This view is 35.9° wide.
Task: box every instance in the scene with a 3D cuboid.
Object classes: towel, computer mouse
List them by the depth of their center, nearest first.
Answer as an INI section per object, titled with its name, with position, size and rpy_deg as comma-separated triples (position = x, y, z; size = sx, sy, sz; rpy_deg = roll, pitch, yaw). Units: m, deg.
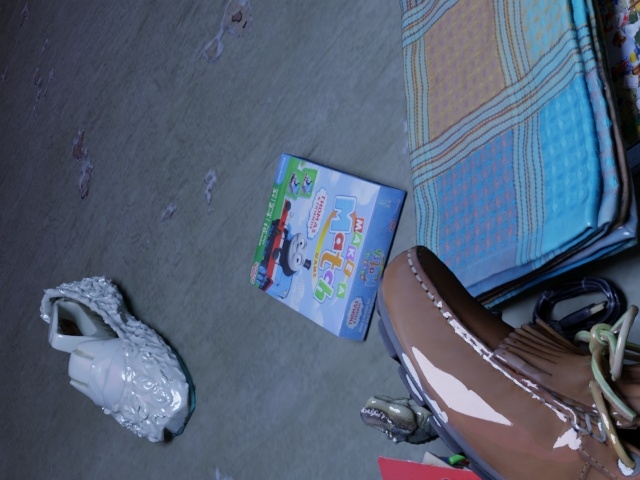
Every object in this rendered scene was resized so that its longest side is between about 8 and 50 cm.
[computer mouse]
position = 0.149, 0.096, 0.816
size = 0.242, 0.041, 0.071
rpy_deg = -45, 45, 41
[towel]
position = 0.141, -0.133, 0.834
size = 0.271, 0.040, 0.370
rpy_deg = 142, 129, -59

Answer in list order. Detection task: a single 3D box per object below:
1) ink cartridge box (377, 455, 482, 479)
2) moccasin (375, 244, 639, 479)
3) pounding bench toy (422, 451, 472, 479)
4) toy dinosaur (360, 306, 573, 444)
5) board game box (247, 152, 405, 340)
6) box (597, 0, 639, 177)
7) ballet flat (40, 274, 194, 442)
[ink cartridge box]
position = 0.104, 0.286, 0.746
size = 0.181, 0.056, 0.224
rpy_deg = -10, 97, 56
[moccasin]
position = 0.184, 0.122, 0.604
size = 0.380, 0.139, 0.147
rpy_deg = 44, 105, 35
[pounding bench toy]
position = 0.118, 0.193, 0.811
size = 0.052, 0.065, 0.083
rpy_deg = 21, 98, 57
[toy dinosaur]
position = 0.151, 0.116, 0.758
size = 0.268, 0.064, 0.118
rpy_deg = 2, 96, 41
[board game box]
position = 0.000, 0.000, 1.078
size = 0.211, 0.039, 0.160
rpy_deg = 24, 100, 56
[box]
position = 0.237, -0.175, 0.758
size = 0.159, 0.044, 0.233
rpy_deg = -40, 49, 45
[ballet flat]
position = -0.318, 0.168, 1.435
size = 0.409, 0.147, 0.147
rpy_deg = 34, 109, 55
